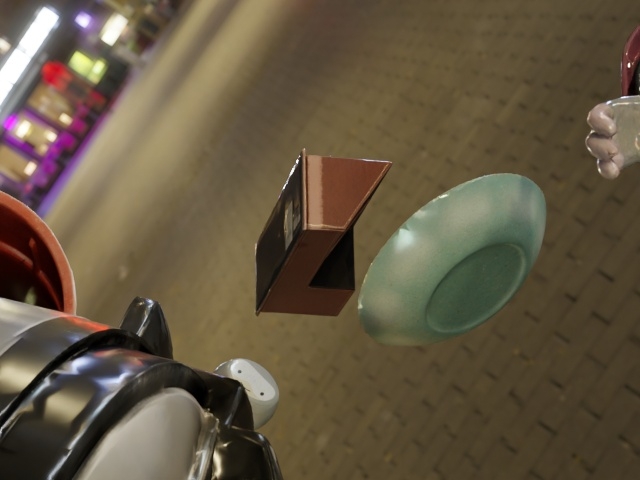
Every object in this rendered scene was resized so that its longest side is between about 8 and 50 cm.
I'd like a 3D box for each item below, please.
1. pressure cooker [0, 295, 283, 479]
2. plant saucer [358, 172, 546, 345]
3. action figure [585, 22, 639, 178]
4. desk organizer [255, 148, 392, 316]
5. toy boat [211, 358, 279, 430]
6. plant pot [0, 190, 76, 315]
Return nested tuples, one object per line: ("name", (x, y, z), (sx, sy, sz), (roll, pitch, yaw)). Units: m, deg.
("pressure cooker", (-0.228, 0.201, 0.732), (0.375, 0.420, 0.369), (-2, -77, -76))
("plant saucer", (0.123, 0.030, 1.233), (0.195, 0.195, 0.037), (-52, 51, 18))
("action figure", (0.238, -0.143, 0.726), (0.275, 0.248, 0.370), (-101, 14, -70))
("desk organizer", (0.000, 0.000, 0.806), (0.130, 0.050, 0.047), (121, 151, -63))
("toy boat", (-0.061, 0.271, 1.293), (0.268, 0.318, 0.148), (-4, 17, 26))
("plant pot", (-0.324, 0.130, 1.255), (0.265, 0.272, 0.272), (86, -152, -59))
